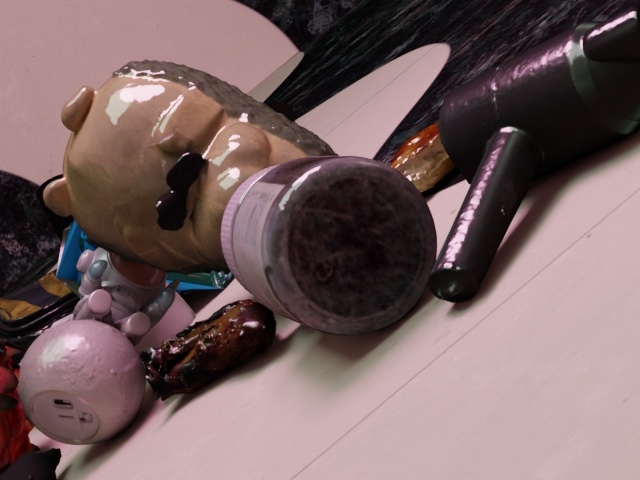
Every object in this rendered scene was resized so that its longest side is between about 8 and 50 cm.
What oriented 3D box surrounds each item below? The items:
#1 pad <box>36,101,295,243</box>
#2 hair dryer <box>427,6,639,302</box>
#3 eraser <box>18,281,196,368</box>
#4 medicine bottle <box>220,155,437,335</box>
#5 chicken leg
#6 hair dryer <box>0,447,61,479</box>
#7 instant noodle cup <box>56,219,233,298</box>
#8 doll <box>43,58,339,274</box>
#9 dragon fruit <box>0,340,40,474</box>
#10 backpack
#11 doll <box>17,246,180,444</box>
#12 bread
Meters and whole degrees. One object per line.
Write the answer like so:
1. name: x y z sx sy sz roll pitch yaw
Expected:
1. pad: -0.214 -0.098 2.355 0.375 0.063 0.315 -18 -25 -5
2. hair dryer: 0.196 -0.068 1.430 0.244 0.116 0.302 -27 27 46
3. eraser: -0.288 0.140 2.117 0.287 0.086 0.130 -23 20 53
4. medicine bottle: 0.000 0.000 1.568 0.165 0.165 0.273 -40 10 -8
5. chicken leg: -0.115 0.113 1.734 0.234 0.063 0.105 -29 20 37
6. hair dryer: -0.366 0.310 1.721 0.189 0.107 0.352 -35 4 24
7. instant noodle cup: -0.232 -0.007 2.204 0.240 0.240 0.178 -48 4 -38
8. doll: -0.128 -0.064 1.831 0.247 0.349 0.247 18 -90 -80
9. dragon fruit: -0.481 0.218 1.977 0.293 0.234 0.233 -6 -9 -34
10. backpack: -0.387 0.130 2.396 0.206 0.133 0.258 -33 15 -21
11. doll: -0.251 0.105 1.886 0.151 0.151 0.287 -31 27 34
12. bread: 0.126 -0.100 1.845 0.154 0.054 0.136 -35 12 -10
